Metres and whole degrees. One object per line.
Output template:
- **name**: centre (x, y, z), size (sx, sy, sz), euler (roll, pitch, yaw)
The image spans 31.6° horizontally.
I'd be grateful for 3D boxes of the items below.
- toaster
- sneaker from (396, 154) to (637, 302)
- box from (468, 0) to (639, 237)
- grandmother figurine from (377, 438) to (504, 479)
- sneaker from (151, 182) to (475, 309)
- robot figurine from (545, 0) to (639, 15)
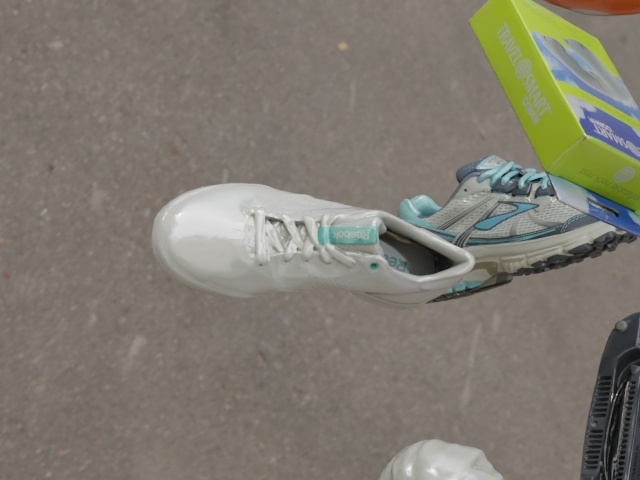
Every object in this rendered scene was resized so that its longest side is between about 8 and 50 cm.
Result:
- **toaster**: centre (0.261, 0.163, 0.766), size (0.146, 0.129, 0.227), euler (51, 43, -34)
- **sneaker**: centre (0.179, -0.027, 1.043), size (0.110, 0.283, 0.122), euler (-6, 79, -54)
- **box**: centre (0.176, -0.089, 0.776), size (0.109, 0.042, 0.178), euler (18, 40, -36)
- **grandmother figurine**: centre (0.032, 0.273, 0.676), size (0.207, 0.342, 0.104), euler (18, 17, -3)
- **sneaker**: centre (0.000, 0.000, 0.739), size (0.212, 0.094, 0.080), euler (6, 80, -22)
- **robot figurine**: centre (0.114, -0.152, 0.339), size (0.128, 0.219, 0.158), euler (24, 64, -10)
